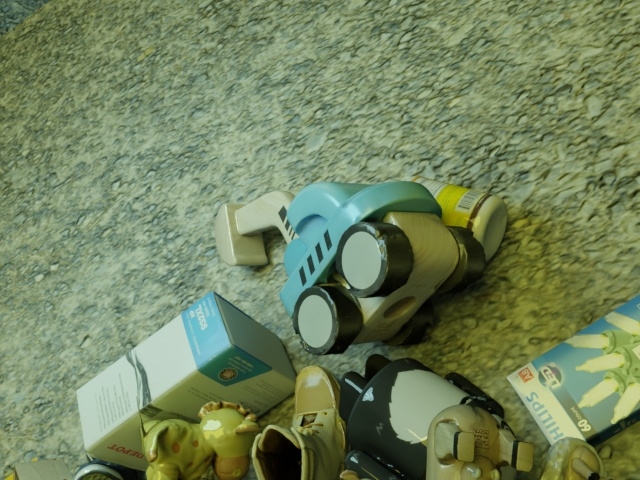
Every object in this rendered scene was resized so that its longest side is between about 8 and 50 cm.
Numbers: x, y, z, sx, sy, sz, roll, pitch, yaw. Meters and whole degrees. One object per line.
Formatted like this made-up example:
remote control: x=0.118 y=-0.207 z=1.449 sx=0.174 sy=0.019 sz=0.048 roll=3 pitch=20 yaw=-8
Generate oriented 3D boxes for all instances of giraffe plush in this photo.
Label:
giraffe plush: x=-0.179 y=0.315 z=0.980 sx=0.170 sy=0.210 sz=0.181 roll=-9 pitch=23 yaw=-19

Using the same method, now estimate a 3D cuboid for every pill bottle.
pill bottle: x=0.203 y=-0.043 z=1.121 sx=0.215 sy=0.117 sz=0.117 roll=20 pitch=76 yaw=35

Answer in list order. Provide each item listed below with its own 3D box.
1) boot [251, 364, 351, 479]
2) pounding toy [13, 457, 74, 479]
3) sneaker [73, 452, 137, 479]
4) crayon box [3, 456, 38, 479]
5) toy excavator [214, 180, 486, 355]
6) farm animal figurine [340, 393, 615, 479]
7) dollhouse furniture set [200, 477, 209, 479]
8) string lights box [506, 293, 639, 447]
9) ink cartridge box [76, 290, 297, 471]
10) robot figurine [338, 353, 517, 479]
boot: x=-0.027 y=0.295 z=0.992 sx=0.095 sy=0.203 sz=0.262 roll=-17 pitch=57 yaw=19
pounding toy: x=-0.496 y=0.487 z=1.150 sx=0.206 sy=0.094 sz=0.181 roll=2 pitch=90 yaw=59
sneaker: x=-0.387 y=0.406 z=1.146 sx=0.086 sy=0.226 sz=0.163 roll=-27 pitch=49 yaw=-11
crayon box: x=-0.627 y=0.601 z=1.227 sx=0.323 sy=0.083 sz=0.203 roll=-37 pitch=53 yaw=-10
toy excavator: x=0.000 y=0.000 z=1.123 sx=0.433 sy=0.222 sz=0.445 roll=-55 pitch=50 yaw=35
farm animal figurine: x=0.134 y=0.333 z=0.752 sx=0.330 sy=0.172 sz=0.327 roll=26 pitch=79 yaw=-5
dollhouse furniture set: x=-0.218 y=0.456 z=0.929 sx=0.303 sy=0.355 sz=0.174 roll=15 pitch=82 yaw=34
string lights box: x=0.416 y=0.187 z=0.913 sx=0.259 sy=0.077 sz=0.133 roll=-35 pitch=55 yaw=9
ink cartridge box: x=-0.228 y=0.260 z=1.128 sx=0.307 sy=0.223 sz=0.129 roll=-36 pitch=50 yaw=8
robot figurine: x=0.152 y=0.281 z=0.946 sx=0.278 sy=0.173 sz=0.209 roll=31 pitch=82 yaw=36
